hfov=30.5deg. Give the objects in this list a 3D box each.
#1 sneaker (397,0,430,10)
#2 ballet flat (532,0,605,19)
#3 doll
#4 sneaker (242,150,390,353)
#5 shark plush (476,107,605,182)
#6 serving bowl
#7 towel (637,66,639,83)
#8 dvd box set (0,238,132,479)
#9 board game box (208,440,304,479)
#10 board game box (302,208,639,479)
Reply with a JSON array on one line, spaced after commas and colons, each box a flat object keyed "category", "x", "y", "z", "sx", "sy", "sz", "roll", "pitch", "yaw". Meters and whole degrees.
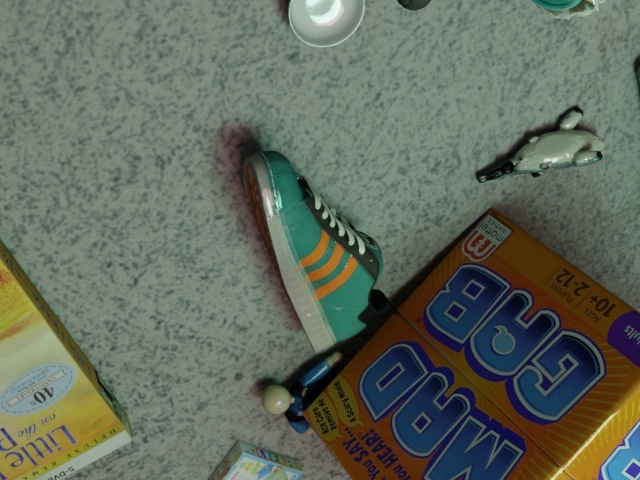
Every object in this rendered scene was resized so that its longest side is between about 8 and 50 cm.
[{"category": "sneaker", "x": 0.063, "y": -0.346, "z": 1.160, "sx": 0.132, "sy": 0.086, "sz": 0.229, "roll": 1, "pitch": 111, "yaw": -16}, {"category": "ballet flat", "x": 0.287, "y": -0.425, "z": 1.176, "sx": 0.147, "sy": 0.147, "sz": 0.409, "roll": -5, "pitch": 127, "yaw": -18}, {"category": "doll", "x": 0.011, "y": 0.200, "z": 1.516, "sx": 0.189, "sy": 0.046, "sz": 0.129, "roll": 3, "pitch": 118, "yaw": -26}, {"category": "sneaker", "x": 0.000, "y": 0.000, "z": 1.348, "sx": 0.121, "sy": 0.108, "sz": 0.302, "roll": -25, "pitch": 135, "yaw": -5}, {"category": "shark plush", "x": 0.273, "y": -0.091, "z": 1.422, "sx": 0.161, "sy": 0.073, "sz": 0.067, "roll": -28, "pitch": 158, "yaw": -7}, {"category": "serving bowl", "x": 0.003, "y": -0.246, "z": 1.228, "sx": 0.083, "sy": 0.027, "sz": 0.083, "roll": -10, "pitch": 125, "yaw": -15}, {"category": "towel", "x": 0.483, "y": -0.083, "z": 1.394, "sx": 0.121, "sy": 0.235, "sz": 0.284, "roll": -19, "pitch": 127, "yaw": -1}, {"category": "dvd box set", "x": -0.438, "y": 0.147, "z": 1.299, "sx": 0.307, "sy": 0.062, "sz": 0.420, "roll": -27, "pitch": 127, "yaw": -2}, {"category": "board game box", "x": -0.108, "y": 0.346, "z": 1.579, "sx": 0.103, "sy": 0.026, "sz": 0.154, "roll": 25, "pitch": 110, "yaw": -32}, {"category": "board game box", "x": 0.274, "y": 0.252, "z": 1.425, "sx": 0.356, "sy": 0.356, "sz": 0.356, "roll": -47, "pitch": 126, "yaw": 1}]
